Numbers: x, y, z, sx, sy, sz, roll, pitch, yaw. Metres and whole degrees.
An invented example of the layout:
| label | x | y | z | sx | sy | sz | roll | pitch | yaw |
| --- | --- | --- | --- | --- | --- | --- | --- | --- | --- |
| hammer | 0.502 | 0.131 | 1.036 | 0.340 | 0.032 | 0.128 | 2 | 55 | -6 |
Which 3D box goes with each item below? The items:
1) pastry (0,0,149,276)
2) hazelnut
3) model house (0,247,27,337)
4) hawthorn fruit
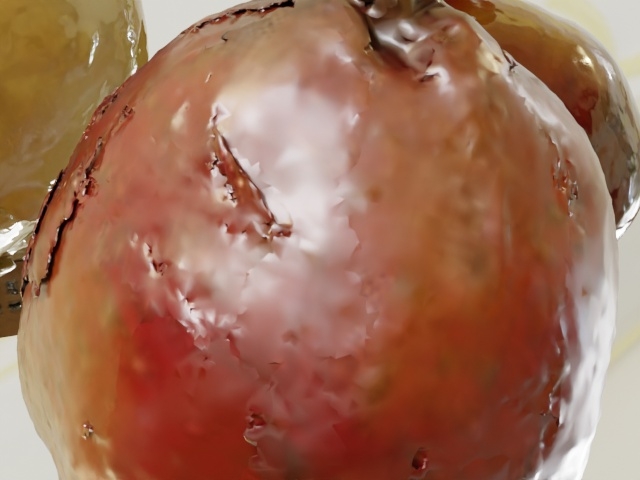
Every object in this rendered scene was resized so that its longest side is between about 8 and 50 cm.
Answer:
| label | x | y | z | sx | sy | sz | roll | pitch | yaw |
| --- | --- | --- | --- | --- | --- | --- | --- | --- | --- |
| pastry | -0.235 | -0.100 | 0.775 | 0.184 | 0.316 | 0.284 | -51 | -6 | -49 |
| hazelnut | 0.090 | -0.044 | 1.082 | 0.208 | 0.208 | 0.208 | -23 | -40 | -20 |
| model house | -0.289 | -0.041 | 1.272 | 0.181 | 0.176 | 0.248 | -11 | -63 | -8 |
| hawthorn fruit | 0.000 | 0.000 | 0.515 | 0.181 | 0.181 | 0.235 | -16 | -46 | -27 |
